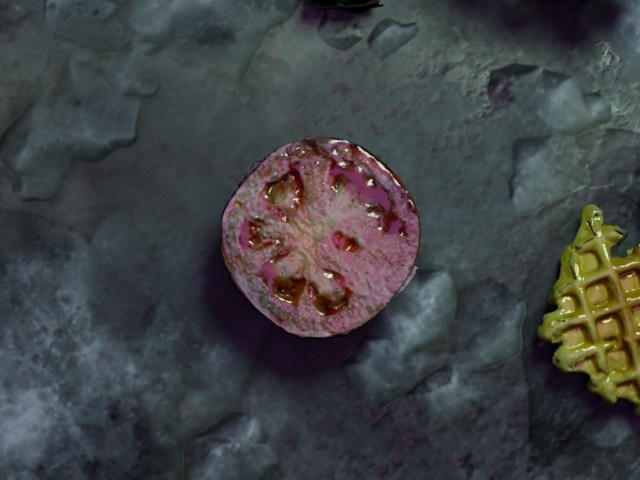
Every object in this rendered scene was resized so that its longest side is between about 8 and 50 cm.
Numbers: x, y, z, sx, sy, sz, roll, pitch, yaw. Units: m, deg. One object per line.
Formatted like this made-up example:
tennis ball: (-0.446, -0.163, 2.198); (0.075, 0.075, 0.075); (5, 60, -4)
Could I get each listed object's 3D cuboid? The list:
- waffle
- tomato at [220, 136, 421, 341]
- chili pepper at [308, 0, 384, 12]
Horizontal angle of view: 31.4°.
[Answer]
waffle: (0.385, 0.069, 1.277); (0.250, 0.056, 0.261); (26, 86, 2)
tomato: (0.001, -0.002, 1.272); (0.225, 0.085, 0.224); (0, 91, 3)
chili pepper: (0.029, -0.379, 1.307); (0.088, 0.059, 0.226); (0, 83, -3)
